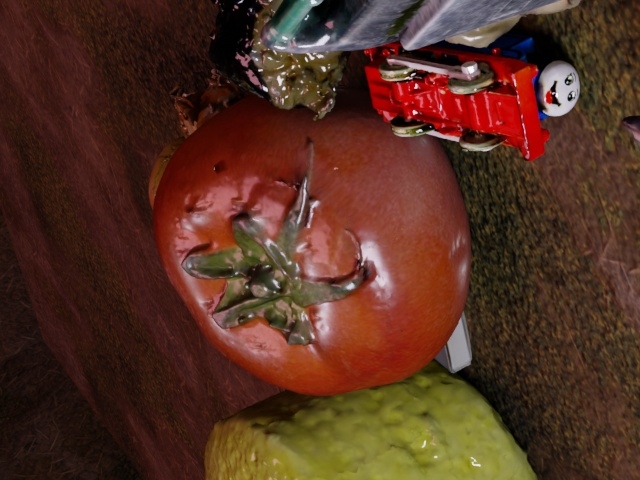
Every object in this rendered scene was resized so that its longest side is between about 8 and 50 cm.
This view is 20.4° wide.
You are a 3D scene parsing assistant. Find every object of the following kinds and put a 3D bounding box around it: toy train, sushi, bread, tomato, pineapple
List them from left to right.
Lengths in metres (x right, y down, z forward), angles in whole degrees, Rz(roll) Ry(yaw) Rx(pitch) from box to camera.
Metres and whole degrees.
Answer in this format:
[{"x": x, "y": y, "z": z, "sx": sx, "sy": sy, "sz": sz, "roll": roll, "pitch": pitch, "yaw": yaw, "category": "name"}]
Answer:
[{"x": -0.104, "y": -0.128, "z": 2.219, "sx": 0.186, "sy": 0.114, "sz": 0.236, "roll": 62, "pitch": 171, "yaw": -1, "category": "pineapple"}, {"x": -0.019, "y": -0.232, "z": 1.646, "sx": 0.147, "sy": 0.212, "sz": 0.115, "roll": 31, "pitch": 180, "yaw": -23, "category": "sushi"}, {"x": 0.004, "y": -0.019, "z": 1.805, "sx": 0.341, "sy": 0.273, "sz": 0.341, "roll": 20, "pitch": 131, "yaw": 24, "category": "tomato"}, {"x": 0.064, "y": 0.301, "z": 2.012, "sx": 0.348, "sy": 0.308, "sz": 0.348, "roll": 49, "pitch": 155, "yaw": 32, "category": "bread"}, {"x": 0.132, "y": -0.137, "z": 1.532, "sx": 0.204, "sy": 0.131, "sz": 0.083, "roll": 18, "pitch": 128, "yaw": 49, "category": "toy train"}]

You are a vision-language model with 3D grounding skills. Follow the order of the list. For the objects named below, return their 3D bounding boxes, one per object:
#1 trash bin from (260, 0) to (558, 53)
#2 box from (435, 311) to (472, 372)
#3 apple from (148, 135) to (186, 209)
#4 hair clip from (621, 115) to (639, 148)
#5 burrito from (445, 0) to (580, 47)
[{"x": 0.055, "y": -0.338, "z": 1.210, "sx": 0.381, "sy": 0.295, "sz": 0.259, "roll": 67, "pitch": 160, "yaw": 8, "category": "trash bin"}, {"x": 0.103, "y": 0.062, "z": 2.005, "sx": 0.177, "sy": 0.036, "sz": 0.115, "roll": 39, "pitch": 150, "yaw": 50, "category": "box"}, {"x": -0.158, "y": -0.065, "z": 2.363, "sx": 0.146, "sy": 0.146, "sz": 0.146, "roll": 52, "pitch": 159, "yaw": 30, "category": "apple"}, {"x": 0.302, "y": 0.011, "z": 1.348, "sx": 0.173, "sy": 0.069, "sz": 0.300, "roll": 42, "pitch": 163, "yaw": 50, "category": "hair clip"}, {"x": 0.086, "y": -0.313, "z": 1.424, "sx": 0.348, "sy": 0.107, "sz": 0.175, "roll": 56, "pitch": 137, "yaw": 2, "category": "burrito"}]
